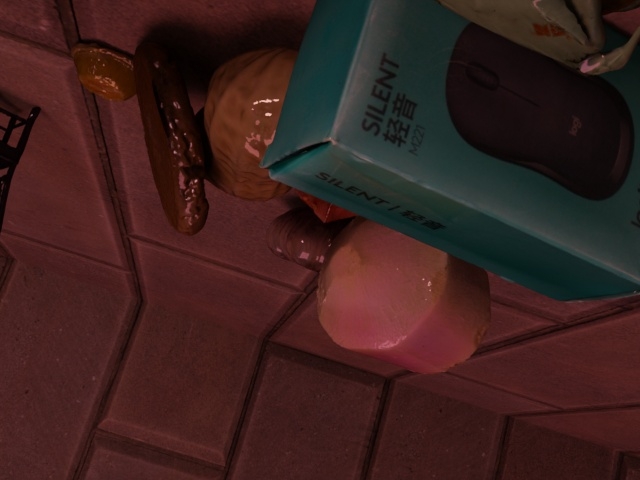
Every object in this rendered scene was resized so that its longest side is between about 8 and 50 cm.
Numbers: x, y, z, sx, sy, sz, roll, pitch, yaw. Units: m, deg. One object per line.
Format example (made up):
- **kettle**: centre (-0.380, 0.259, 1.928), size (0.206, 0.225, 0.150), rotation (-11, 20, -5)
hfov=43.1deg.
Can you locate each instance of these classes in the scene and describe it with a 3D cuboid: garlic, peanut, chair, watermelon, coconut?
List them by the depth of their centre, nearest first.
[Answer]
- **peanut**: centre (-0.069, -0.121, 0.887), size (0.146, 0.147, 0.305), rotation (20, 163, -12)
- **watermelon**: centre (0.019, -0.068, 1.049), size (0.125, 0.094, 0.135), rotation (25, 159, 1)
- **coconut**: centre (0.114, 0.063, 1.161), size (0.233, 0.233, 0.245), rotation (1, 158, 43)
- **chair**: centre (-0.510, -0.109, 1.200), size (0.113, 0.229, 0.106), rotation (25, 161, -36)
- **garlic**: centre (0.000, 0.000, 1.284), size (0.159, 0.102, 0.147), rotation (24, 180, 15)

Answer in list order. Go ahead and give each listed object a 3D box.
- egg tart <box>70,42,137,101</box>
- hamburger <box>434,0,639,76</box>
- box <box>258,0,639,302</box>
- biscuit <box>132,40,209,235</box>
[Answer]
- **egg tart**: centre (-0.258, -0.200, 0.987), size (0.105, 0.039, 0.105), rotation (17, 165, 5)
- **hamburger**: centre (0.128, -0.185, 0.451), size (0.275, 0.151, 0.260), rotation (22, 165, -20)
- **box**: centre (0.135, -0.094, 0.648), size (0.311, 0.205, 0.118), rotation (23, 161, -20)
- **biscuit**: centre (-0.167, -0.113, 0.907), size (0.042, 0.226, 0.226), rotation (-14, 171, -17)
